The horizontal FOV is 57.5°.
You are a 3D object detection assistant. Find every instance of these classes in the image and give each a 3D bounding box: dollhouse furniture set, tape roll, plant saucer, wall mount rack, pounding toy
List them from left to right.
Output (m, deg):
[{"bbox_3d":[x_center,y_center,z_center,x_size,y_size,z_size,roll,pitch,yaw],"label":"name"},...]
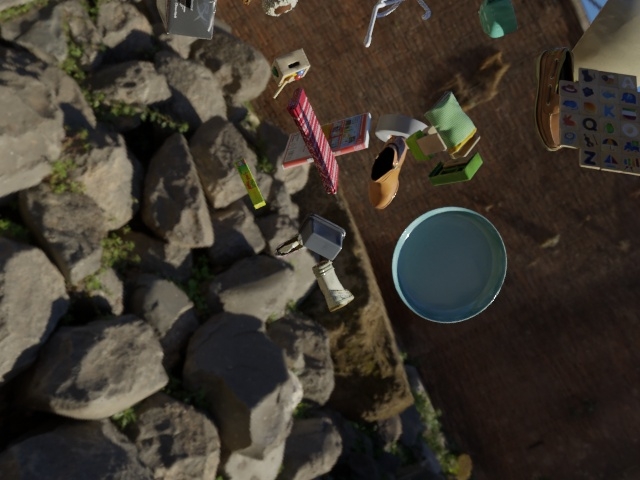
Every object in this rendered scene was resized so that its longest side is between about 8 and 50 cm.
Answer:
[{"bbox_3d":[-0.120,-0.605,2.116,0.100,0.141,0.130,64,-14,-2],"label":"pounding toy"},{"bbox_3d":[0.341,-0.451,2.430,0.219,0.219,0.072,31,75,-70],"label":"tape roll"},{"bbox_3d":[0.243,-0.698,1.633,0.130,0.304,0.350,55,-30,7],"label":"wall mount rack"},{"bbox_3d":[0.346,0.065,1.589,0.317,0.318,0.044,60,-2,-8],"label":"plant saucer"},{"bbox_3d":[0.439,-0.347,1.869,0.301,0.151,0.197,-49,113,-31],"label":"dollhouse furniture set"}]

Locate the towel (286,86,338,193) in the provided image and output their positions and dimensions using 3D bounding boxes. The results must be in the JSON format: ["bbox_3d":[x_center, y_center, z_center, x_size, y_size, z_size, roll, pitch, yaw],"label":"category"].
[{"bbox_3d":[-0.016,-0.282,1.637,0.199,0.031,0.275,-82,149,-60],"label":"towel"}]

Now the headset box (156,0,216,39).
[{"bbox_3d":[-0.317,-0.624,1.387,0.293,0.110,0.218,-119,-145,-50],"label":"headset box"}]

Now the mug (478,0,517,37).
[{"bbox_3d":[0.567,-0.740,1.891,0.129,0.097,0.157,-62,132,-68],"label":"mug"}]

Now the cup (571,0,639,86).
[{"bbox_3d":[0.962,-0.623,1.855,0.237,0.331,0.331,35,6,11],"label":"cup"}]

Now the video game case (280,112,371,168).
[{"bbox_3d":[0.020,-0.323,1.885,0.204,0.285,0.025,-79,150,-51],"label":"video game case"}]

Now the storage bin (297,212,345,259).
[{"bbox_3d":[0.000,0.000,1.725,0.135,0.098,0.091,28,27,-16],"label":"storage bin"}]

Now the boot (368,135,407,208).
[{"bbox_3d":[0.215,-0.214,1.963,0.109,0.283,0.220,29,24,7],"label":"boot"}]

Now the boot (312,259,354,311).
[{"bbox_3d":[0.040,0.145,1.980,0.165,0.077,0.213,64,12,2],"label":"boot"}]

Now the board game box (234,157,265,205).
[{"bbox_3d":[-0.269,-0.216,2.223,0.092,0.043,0.181,113,-48,-86],"label":"board game box"}]

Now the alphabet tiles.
[{"bbox_3d":[0.826,-0.346,1.669,0.011,0.285,0.342,92,8,-67],"label":"alphabet tiles"}]

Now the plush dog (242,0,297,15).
[{"bbox_3d":[-0.125,-0.782,1.679,0.225,0.262,0.210,14,-42,47],"label":"plush dog"}]

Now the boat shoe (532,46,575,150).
[{"bbox_3d":[0.714,-0.423,1.762,0.104,0.111,0.307,13,-62,61],"label":"boat shoe"}]

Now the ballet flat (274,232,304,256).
[{"bbox_3d":[-0.100,0.011,2.456,0.077,0.221,0.079,59,15,-6],"label":"ballet flat"}]
